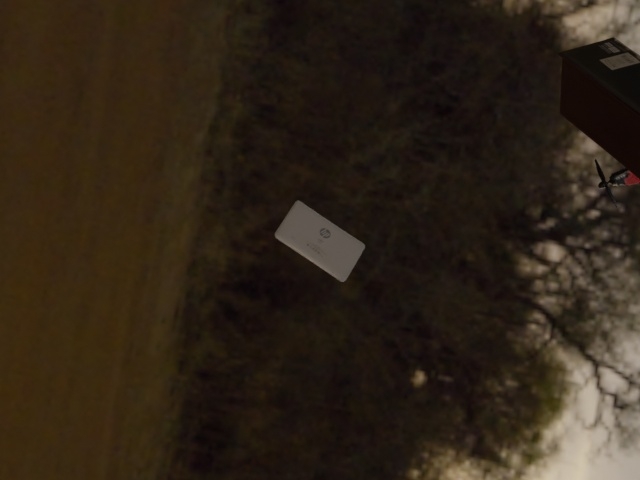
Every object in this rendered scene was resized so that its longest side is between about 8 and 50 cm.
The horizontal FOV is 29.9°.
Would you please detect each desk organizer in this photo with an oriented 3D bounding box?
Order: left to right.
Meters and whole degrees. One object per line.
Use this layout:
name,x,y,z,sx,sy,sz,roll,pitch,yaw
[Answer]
desk organizer,0.216,-0.087,0.822,0.130,0.047,0.050,-126,-156,-50

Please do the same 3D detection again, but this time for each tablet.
tablet,0.000,0.000,1.182,0.054,0.083,0.006,-58,-176,-37

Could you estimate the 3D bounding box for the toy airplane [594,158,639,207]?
toy airplane,0.289,-0.071,0.939,0.028,0.151,0.151,47,50,-58
